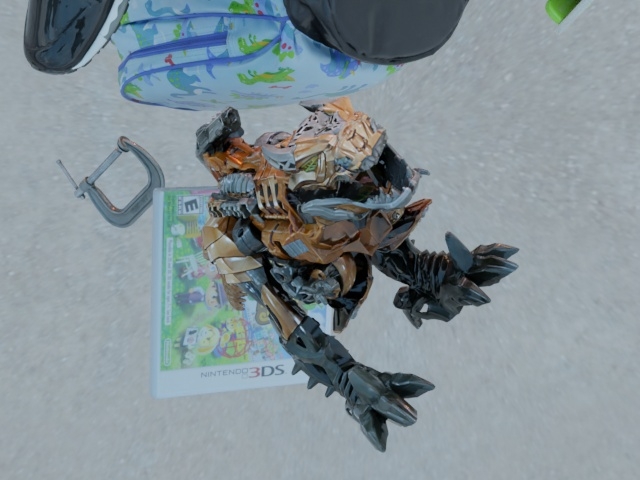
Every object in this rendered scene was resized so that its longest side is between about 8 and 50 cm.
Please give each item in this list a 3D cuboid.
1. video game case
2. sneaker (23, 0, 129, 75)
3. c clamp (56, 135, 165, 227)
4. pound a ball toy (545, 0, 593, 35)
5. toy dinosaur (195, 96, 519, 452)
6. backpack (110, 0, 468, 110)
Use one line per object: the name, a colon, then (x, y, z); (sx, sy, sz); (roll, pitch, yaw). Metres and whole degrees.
video game case: (-0.076, 0.049, 1.195); (0.193, 0.023, 0.212); (-3, 103, -25)
sneaker: (-0.221, -0.289, 1.020); (0.107, 0.124, 0.283); (14, 85, 37)
c clamp: (-0.287, -0.088, 1.629); (0.160, 0.022, 0.137); (-32, 91, 36)
pound a ball toy: (0.299, -0.404, 1.439); (0.208, 0.136, 0.319); (44, 55, 3)
toy dinosaur: (0.000, 0.000, 0.790); (0.218, 0.322, 0.164); (40, 88, -7)
backpack: (-0.064, -0.246, 1.215); (0.355, 0.290, 0.273); (18, 105, 31)
